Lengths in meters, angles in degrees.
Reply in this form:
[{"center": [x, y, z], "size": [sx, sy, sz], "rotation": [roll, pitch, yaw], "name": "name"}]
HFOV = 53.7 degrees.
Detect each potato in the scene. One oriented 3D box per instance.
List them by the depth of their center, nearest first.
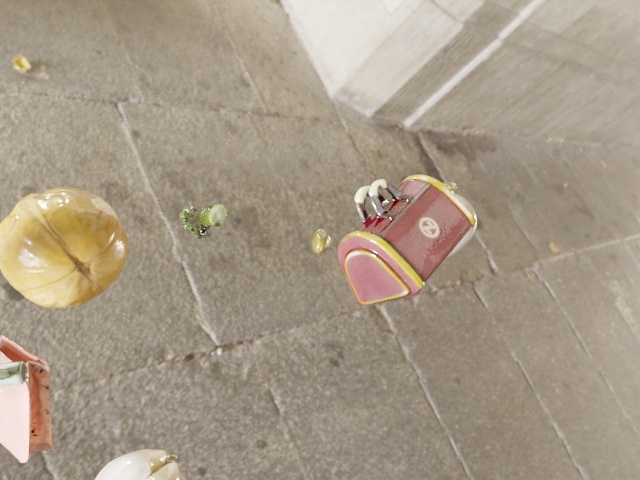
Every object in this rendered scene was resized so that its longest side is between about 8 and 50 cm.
[{"center": [0.000, 0.000, 1.396], "size": [0.046, 0.045, 0.092], "rotation": [50, 18, -4], "name": "potato"}]

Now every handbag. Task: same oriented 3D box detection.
[{"center": [-0.584, 0.303, 1.214], "size": [0.157, 0.212, 0.059], "rotation": [22, 25, 28], "name": "handbag"}]

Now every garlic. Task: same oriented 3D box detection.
[{"center": [-0.367, 0.544, 1.342], "size": [0.203, 0.281, 0.185], "rotation": [-53, 137, -29], "name": "garlic"}]

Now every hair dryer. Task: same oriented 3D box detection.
[{"center": [-0.517, 0.213, 1.001], "size": [0.063, 0.124, 0.038], "rotation": [-5, 80, -7], "name": "hair dryer"}]

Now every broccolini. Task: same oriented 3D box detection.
[{"center": [-0.217, -0.046, 1.241], "size": [0.079, 0.392, 0.074], "rotation": [40, 78, -17], "name": "broccolini"}]

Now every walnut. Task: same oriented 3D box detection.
[{"center": [-0.412, 0.009, 1.006], "size": [0.193, 0.226, 0.193], "rotation": [-12, 108, -41], "name": "walnut"}]

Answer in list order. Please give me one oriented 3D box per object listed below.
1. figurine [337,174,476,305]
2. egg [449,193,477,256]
[{"center": [0.077, -0.019, 0.606], "size": [0.098, 0.082, 0.154], "rotation": [52, 52, -9], "name": "figurine"}, {"center": [0.159, -0.020, 0.916], "size": [0.103, 0.135, 0.103], "rotation": [161, -90, -89], "name": "egg"}]
